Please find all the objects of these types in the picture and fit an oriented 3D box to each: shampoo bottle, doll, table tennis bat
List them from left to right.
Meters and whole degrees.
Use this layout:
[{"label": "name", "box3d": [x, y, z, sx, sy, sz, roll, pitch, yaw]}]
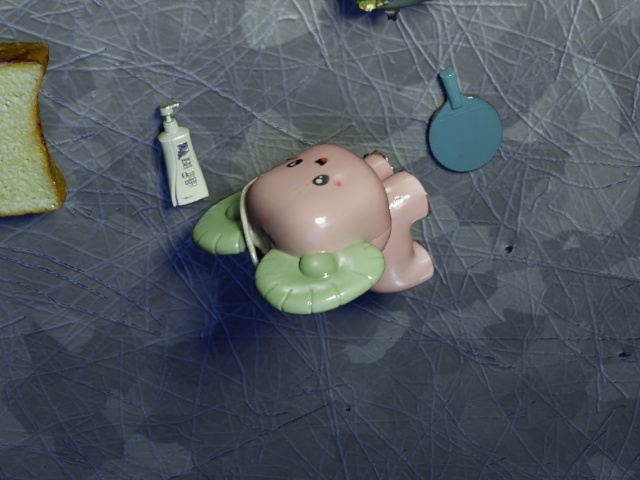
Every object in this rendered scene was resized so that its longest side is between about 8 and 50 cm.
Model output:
[{"label": "shampoo bottle", "box3d": [-0.182, -0.111, 1.648, 0.049, 0.034, 0.141, -11, 122, 3]}, {"label": "doll", "box3d": [0.000, 0.000, 1.624, 0.268, 0.284, 0.216, -25, 126, -24]}, {"label": "table tennis bat", "box3d": [0.184, -0.156, 1.692, 0.100, 0.019, 0.155, -21, 125, 4]}]

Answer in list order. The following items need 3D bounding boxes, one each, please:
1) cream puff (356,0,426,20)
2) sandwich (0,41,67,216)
[{"label": "cream puff", "box3d": [0.095, -0.337, 1.500, 0.121, 0.156, 0.156, -32, 128, -27]}, {"label": "sandwich", "box3d": [-0.410, -0.130, 1.577, 0.186, 0.065, 0.215, -7, 123, -5]}]
